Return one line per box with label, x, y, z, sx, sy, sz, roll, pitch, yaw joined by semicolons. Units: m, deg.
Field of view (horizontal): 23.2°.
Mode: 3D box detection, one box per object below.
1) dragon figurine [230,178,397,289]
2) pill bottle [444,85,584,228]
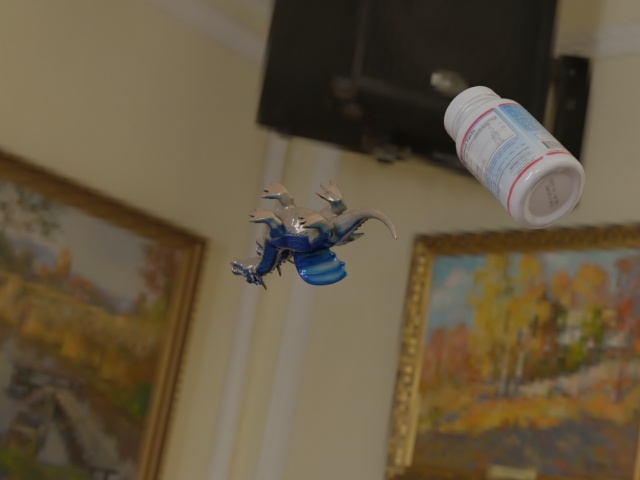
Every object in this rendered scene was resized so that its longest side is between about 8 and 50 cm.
dragon figurine;0.000;0.000;2.038;0.289;0.085;0.144;0;-42;30
pill bottle;0.195;-0.090;1.602;0.087;0.087;0.160;25;20;-43
